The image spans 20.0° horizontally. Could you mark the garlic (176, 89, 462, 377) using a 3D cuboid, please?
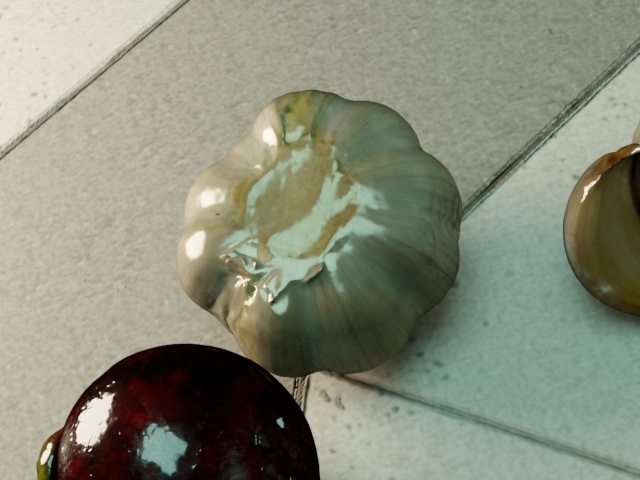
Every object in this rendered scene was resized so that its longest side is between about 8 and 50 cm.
[{"bbox_3d":[0.004,0.000,1.395,0.227,0.152,0.228,-2,70,6],"label":"garlic"}]

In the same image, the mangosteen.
[{"bbox_3d":[-0.101,0.170,1.280,0.209,0.210,0.210,-7,54,10],"label":"mangosteen"}]

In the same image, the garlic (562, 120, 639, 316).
[{"bbox_3d":[0.294,-0.042,1.352,0.214,0.191,0.160,-4,29,26],"label":"garlic"}]
